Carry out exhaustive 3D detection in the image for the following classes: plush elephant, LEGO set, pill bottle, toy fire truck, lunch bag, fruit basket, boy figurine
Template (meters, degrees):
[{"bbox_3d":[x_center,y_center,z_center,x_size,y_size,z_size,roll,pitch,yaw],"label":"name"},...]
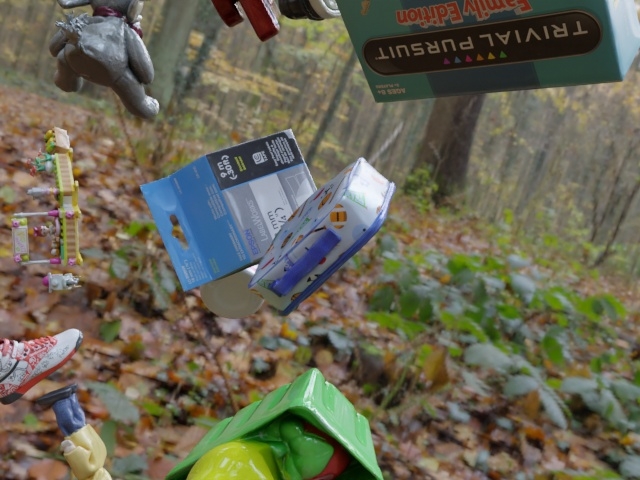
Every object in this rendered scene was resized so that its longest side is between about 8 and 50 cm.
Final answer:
[{"bbox_3d":[-0.494,-0.496,1.932,0.271,0.255,0.330,18,-24,10],"label":"plush elephant"},{"bbox_3d":[-0.460,-0.056,1.363,0.107,0.287,0.132,-4,-5,-22],"label":"LEGO set"},{"bbox_3d":[-0.211,0.052,2.084,0.160,0.160,0.283,18,32,-12],"label":"pill bottle"},{"bbox_3d":[-0.153,-0.521,1.498,0.254,0.169,0.302,-95,159,-69],"label":"toy fire truck"},{"bbox_3d":[0.000,0.000,1.497,0.115,0.303,0.243,40,28,-10],"label":"lunch bag"},{"bbox_3d":[-0.104,0.438,1.460,0.283,0.392,0.392,48,-4,-17],"label":"fruit basket"},{"bbox_3d":[-0.538,0.465,1.839,0.092,0.285,0.177,-19,3,-3],"label":"boy figurine"}]

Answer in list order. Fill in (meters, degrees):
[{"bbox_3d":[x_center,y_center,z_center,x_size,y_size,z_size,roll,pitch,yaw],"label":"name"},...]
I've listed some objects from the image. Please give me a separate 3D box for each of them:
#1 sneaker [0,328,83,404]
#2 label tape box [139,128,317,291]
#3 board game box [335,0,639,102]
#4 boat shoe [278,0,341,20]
[{"bbox_3d":[-0.758,0.290,2.134,0.090,0.270,0.145,21,-34,52],"label":"sneaker"},{"bbox_3d":[-0.165,-0.066,1.695,0.333,0.241,0.106,-22,-2,-35],"label":"label tape box"},{"bbox_3d":[0.112,-0.287,0.705,0.253,0.079,0.336,2,-49,37],"label":"board game box"},{"bbox_3d":[0.035,-0.465,1.410,0.113,0.340,0.127,-9,-54,39],"label":"boat shoe"}]
